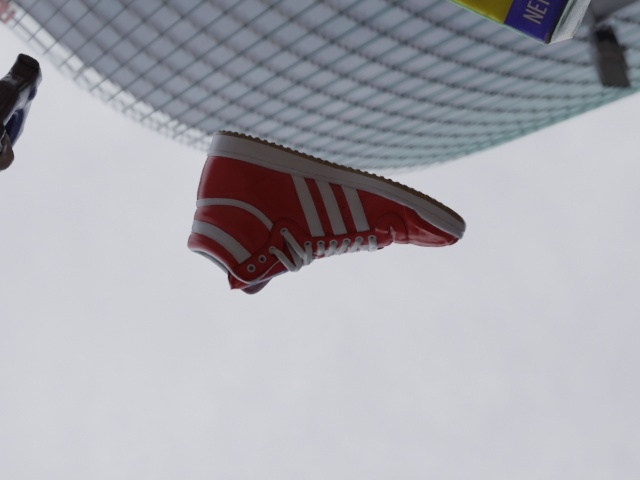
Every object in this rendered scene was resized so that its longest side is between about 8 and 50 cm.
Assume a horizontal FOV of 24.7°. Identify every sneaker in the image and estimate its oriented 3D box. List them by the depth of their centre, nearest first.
[{"bbox_3d":[0.000,0.000,0.638,0.118,0.042,0.067,17,-101,4],"label":"sneaker"}]

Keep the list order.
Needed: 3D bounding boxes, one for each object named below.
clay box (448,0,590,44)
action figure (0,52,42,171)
[{"bbox_3d":[-0.007,-0.157,0.402,0.222,0.053,0.127,26,-72,11],"label":"clay box"},{"bbox_3d":[-0.363,-0.015,1.079,0.178,0.330,0.341,33,-134,-11],"label":"action figure"}]
